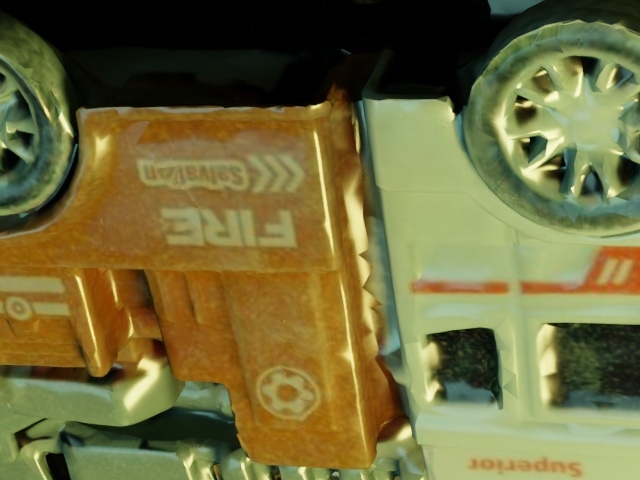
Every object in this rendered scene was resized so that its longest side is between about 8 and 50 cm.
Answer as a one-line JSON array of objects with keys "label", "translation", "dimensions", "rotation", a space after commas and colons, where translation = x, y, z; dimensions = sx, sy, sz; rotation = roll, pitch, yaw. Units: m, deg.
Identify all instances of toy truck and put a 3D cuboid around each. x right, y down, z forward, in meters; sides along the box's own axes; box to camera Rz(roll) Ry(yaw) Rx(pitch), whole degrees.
[{"label": "toy truck", "translation": [0.000, 0.000, 0.434], "dimensions": [0.338, 0.133, 0.184], "rotation": [2, 122, 17]}]

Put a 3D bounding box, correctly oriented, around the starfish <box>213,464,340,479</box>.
[{"label": "starfish", "translation": [-0.034, 0.030, 0.601], "dimensions": [0.299, 0.060, 0.302], "rotation": [-20, 99, 47]}]
